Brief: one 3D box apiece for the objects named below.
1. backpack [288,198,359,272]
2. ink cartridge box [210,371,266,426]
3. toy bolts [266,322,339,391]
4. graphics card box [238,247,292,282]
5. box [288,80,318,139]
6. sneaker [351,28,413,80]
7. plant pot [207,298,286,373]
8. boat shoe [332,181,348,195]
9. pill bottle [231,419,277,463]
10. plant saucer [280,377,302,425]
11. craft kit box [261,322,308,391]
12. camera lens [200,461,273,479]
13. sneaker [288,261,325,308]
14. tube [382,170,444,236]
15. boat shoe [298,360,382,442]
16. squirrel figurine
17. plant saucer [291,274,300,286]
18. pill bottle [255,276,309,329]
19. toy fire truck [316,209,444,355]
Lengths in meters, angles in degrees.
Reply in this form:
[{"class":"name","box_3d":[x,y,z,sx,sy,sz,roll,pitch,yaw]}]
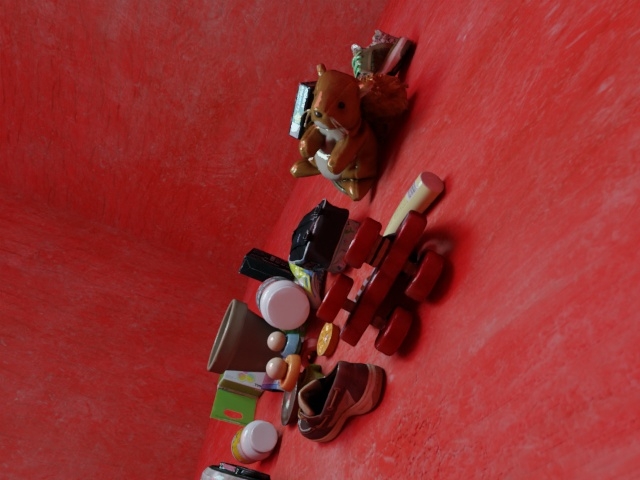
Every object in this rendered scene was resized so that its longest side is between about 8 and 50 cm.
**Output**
[{"class":"backpack","box_3d":[0.000,0.000,1.397,0.253,0.191,0.225,-19,47,64]},{"class":"ink cartridge box","box_3d":[-0.331,0.620,1.761,0.097,0.188,0.255,-57,19,36]},{"class":"toy bolts","box_3d":[-0.067,0.312,1.240,0.228,0.158,0.219,-163,94,-77]},{"class":"graphics card box","box_3d":[-0.249,0.130,2.018,0.371,0.232,0.094,-139,72,-84]},{"class":"box","box_3d":[-0.012,-0.448,1.431,0.220,0.051,0.175,-33,-33,-51]},{"class":"sneaker","box_3d":[0.168,-0.628,1.542,0.410,0.182,0.158,-53,-6,-26]},{"class":"plant pot","box_3d":[-0.254,0.372,1.515,0.263,0.229,0.263,-61,14,27]},{"class":"boat shoe","box_3d":[0.110,-0.267,1.561,0.307,0.110,0.105,-90,24,-58]},{"class":"pill bottle","box_3d":[-0.212,0.655,1.374,0.208,0.117,0.118,127,160,-51]},{"class":"plant saucer","box_3d":[-0.086,0.486,1.303,0.168,0.029,0.169,-164,90,-78]},{"class":"craft kit box","box_3d":[-0.137,0.434,1.569,0.250,0.060,0.247,138,148,-63]},{"class":"camera lens","box_3d":[-0.237,0.745,1.098,0.219,0.219,0.275,135,154,-60]},{"class":"sneaker","box_3d":[-0.022,0.129,1.515,0.091,0.126,0.240,80,164,-52]},{"class":"tube","box_3d":[0.199,-0.058,0.991,0.240,0.070,0.062,-58,46,46]},{"class":"boat shoe","box_3d":[0.007,0.355,0.945,0.342,0.123,0.123,126,161,-47]},{"class":"squirrel figurine","box_3d":[0.089,-0.386,1.324,0.397,0.281,0.371,-45,-30,-23]},{"class":"plant saucer","box_3d":[-0.076,0.193,1.717,0.310,0.050,0.311,-158,90,-78]},{"class":"pill bottle","box_3d":[-0.131,0.211,1.440,0.283,0.161,0.162,173,118,-77]},{"class":"toy fire truck","box_3d":[0.128,0.071,0.883,0.302,0.169,0.254,-64,-5,15]}]
